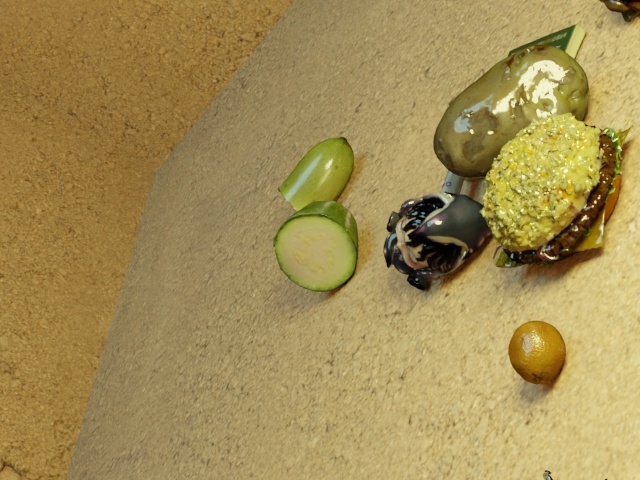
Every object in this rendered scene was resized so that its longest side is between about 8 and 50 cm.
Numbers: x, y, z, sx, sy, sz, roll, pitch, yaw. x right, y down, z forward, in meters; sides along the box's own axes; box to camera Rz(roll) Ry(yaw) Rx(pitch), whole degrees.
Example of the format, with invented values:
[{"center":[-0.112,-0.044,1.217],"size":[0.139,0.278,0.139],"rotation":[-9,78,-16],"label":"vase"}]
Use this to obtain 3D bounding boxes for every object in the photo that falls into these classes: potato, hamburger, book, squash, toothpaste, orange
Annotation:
[{"center":[0.294,-0.200,1.903],"size":[0.262,0.165,0.165],"rotation":[-27,31,19],"label":"potato"},{"center":[0.318,-0.078,1.738],"size":[0.261,0.138,0.243],"rotation":[-28,37,55],"label":"hamburger"},{"center":[0.338,-0.230,2.071],"size":[0.202,0.027,0.264],"rotation":[-11,51,65],"label":"book"},{"center":[0.000,0.000,2.382],"size":[0.170,0.170,0.123],"rotation":[-47,11,32],"label":"squash"},{"center":[0.241,-0.139,2.095],"size":[0.052,0.033,0.218],"rotation":[-30,34,53],"label":"toothpaste"},{"center":[0.283,0.146,1.597],"size":[0.085,0.085,0.085],"rotation":[-49,22,28],"label":"orange"},{"center":[0.005,-0.140,2.626],"size":[0.187,0.123,0.123],"rotation":[-52,20,7],"label":"squash"}]

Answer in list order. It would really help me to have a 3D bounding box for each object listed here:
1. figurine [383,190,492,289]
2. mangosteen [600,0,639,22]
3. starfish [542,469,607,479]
[{"center":[0.192,-0.004,1.986],"size":[0.145,0.145,0.222],"rotation":[-66,10,-18],"label":"figurine"},{"center":[0.476,-0.403,1.873],"size":[0.140,0.140,0.140],"rotation":[-49,22,28],"label":"mangosteen"},{"center":[0.288,0.316,1.392],"size":[0.133,0.041,0.130],"rotation":[-44,33,22],"label":"starfish"}]
